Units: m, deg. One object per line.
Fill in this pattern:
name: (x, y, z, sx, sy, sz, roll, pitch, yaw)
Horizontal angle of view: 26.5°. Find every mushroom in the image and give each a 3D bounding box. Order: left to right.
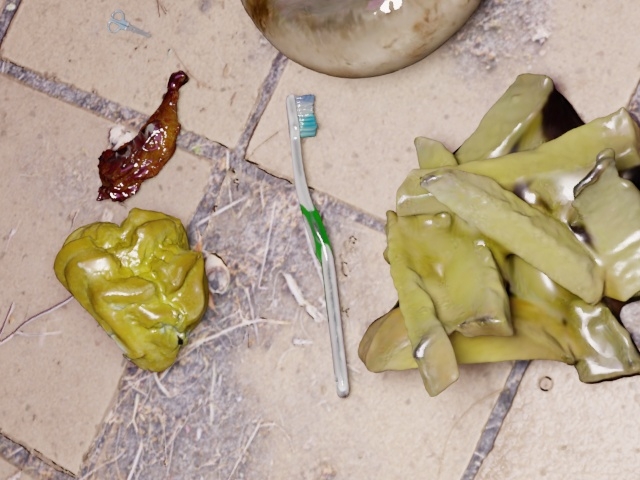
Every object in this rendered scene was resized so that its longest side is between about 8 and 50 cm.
mushroom: (0.045, -0.389, 1.698, 0.362, 0.294, 0.362, -8, 73, 26)

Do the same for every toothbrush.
toothbrush: (-0.005, 0.001, 1.769, 0.040, 0.042, 0.418, -4, 72, -8)

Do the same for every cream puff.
cream puff: (-0.243, 0.046, 1.805, 0.221, 0.195, 0.194, 41, 97, 24)

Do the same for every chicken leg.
chicken leg: (-0.246, -0.139, 1.918, 0.089, 0.048, 0.219, 43, 98, 25)

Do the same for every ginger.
ginger: (0.222, -0.002, 1.568, 0.358, 0.211, 0.413, 22, 87, 27)

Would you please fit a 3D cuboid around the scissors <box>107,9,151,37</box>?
scissors: (-0.281, -0.313, 2.002, 0.083, 0.006, 0.036, 27, 92, 29)
